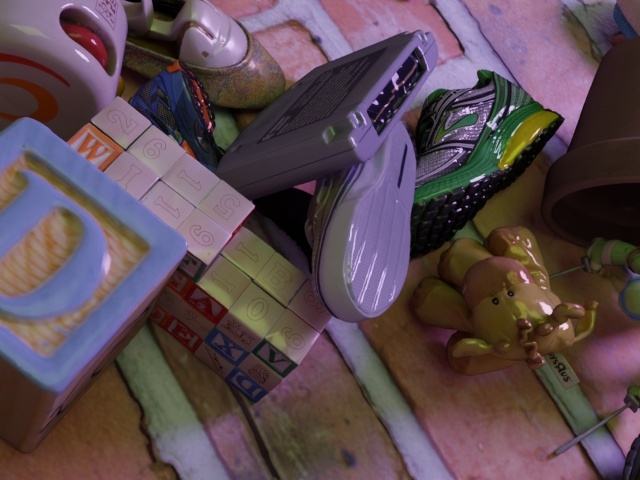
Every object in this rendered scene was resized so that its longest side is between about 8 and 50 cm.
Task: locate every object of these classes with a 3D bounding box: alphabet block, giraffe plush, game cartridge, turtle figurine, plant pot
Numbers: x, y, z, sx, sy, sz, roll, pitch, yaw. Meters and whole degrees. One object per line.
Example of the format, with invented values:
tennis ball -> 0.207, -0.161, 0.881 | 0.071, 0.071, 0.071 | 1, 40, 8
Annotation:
alphabet block -> -0.267, 0.045, 0.858 | 0.193, 0.197, 0.192 | 40, 57, 0
giraffe plush -> 0.199, 0.080, 1.021 | 0.210, 0.170, 0.181 | 41, 96, 16
game cartridge -> 0.006, -0.141, 1.061 | 0.060, 0.196, 0.294 | 64, 34, -22
turtle figurine -> 0.392, 0.100, 1.181 | 0.266, 0.275, 0.198 | 8, 36, -42
plant pot -> 0.419, -0.125, 1.192 | 0.263, 0.263, 0.229 | 15, 69, -16

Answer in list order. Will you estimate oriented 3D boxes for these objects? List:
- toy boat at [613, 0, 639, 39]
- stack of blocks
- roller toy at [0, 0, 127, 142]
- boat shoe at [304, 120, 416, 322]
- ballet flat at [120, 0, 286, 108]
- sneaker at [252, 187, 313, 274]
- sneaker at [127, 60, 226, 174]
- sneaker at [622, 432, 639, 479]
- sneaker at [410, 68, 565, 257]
toy boat -> 0.544, -0.261, 1.425 | 0.267, 0.148, 0.318 | 24, 50, -17
stack of blocks -> -0.130, 0.017, 0.948 | 0.297, 0.171, 0.087 | 39, 56, -2
roller toy -> -0.297, -0.202, 0.974 | 0.209, 0.191, 0.146 | 13, 59, -17
boat shoe -> 0.034, -0.019, 0.973 | 0.109, 0.094, 0.302 | 61, 28, -26
ballet flat -> -0.191, -0.251, 1.094 | 0.348, 0.123, 0.123 | 20, 58, -14
sneaker -> -0.001, 0.001, 1.085 | 0.170, 0.051, 0.089 | 19, 54, -18
sneaker -> -0.148, -0.084, 1.056 | 0.087, 0.083, 0.221 | -20, 83, 12
sneaker -> 0.456, 0.254, 1.097 | 0.286, 0.130, 0.109 | -33, 112, -31
sneaker -> 0.156, -0.100, 1.178 | 0.146, 0.134, 0.343 | 41, 49, 13
